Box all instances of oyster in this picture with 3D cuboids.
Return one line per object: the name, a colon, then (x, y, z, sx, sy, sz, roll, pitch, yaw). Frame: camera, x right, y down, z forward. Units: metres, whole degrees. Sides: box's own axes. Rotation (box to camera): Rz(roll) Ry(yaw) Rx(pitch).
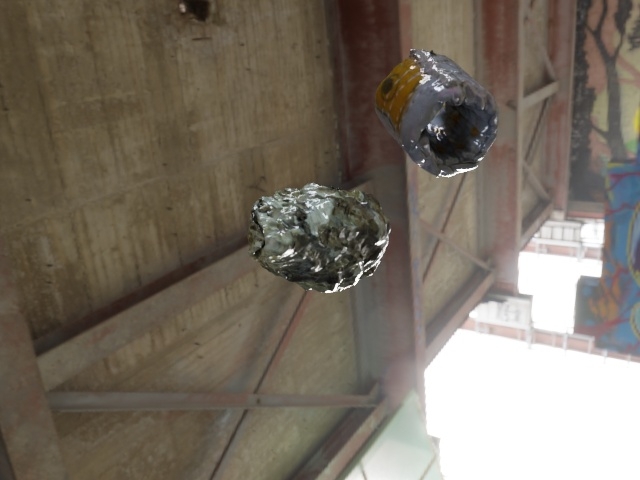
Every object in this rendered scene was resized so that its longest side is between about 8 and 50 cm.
oyster: (-0.003, -0.003, 0.957, 0.351, 0.158, 0.162, 0, -110, -61)

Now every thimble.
thimble: (0.155, -0.165, 0.821, 0.151, 0.118, 0.127, 21, -63, -43)
